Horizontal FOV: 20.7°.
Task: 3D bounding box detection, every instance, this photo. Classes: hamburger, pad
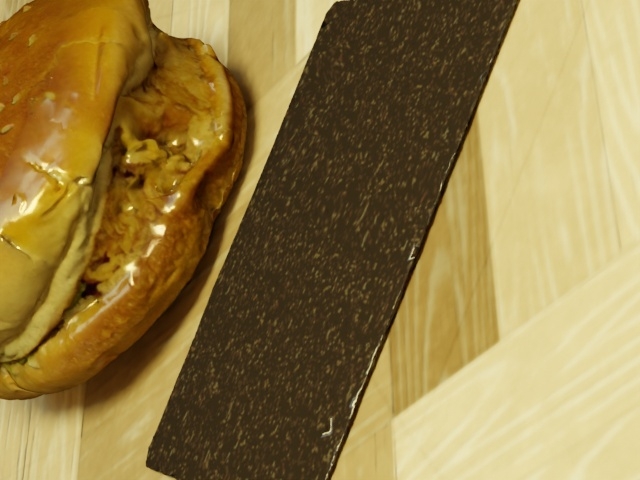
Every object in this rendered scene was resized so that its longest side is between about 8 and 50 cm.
[{"bbox_3d":[-0.195,-0.036,1.234,0.314,0.170,0.290,-20,44,55],"label":"hamburger"},{"bbox_3d":[0.000,0.000,1.040,0.220,0.004,0.330,10,76,61],"label":"pad"}]
